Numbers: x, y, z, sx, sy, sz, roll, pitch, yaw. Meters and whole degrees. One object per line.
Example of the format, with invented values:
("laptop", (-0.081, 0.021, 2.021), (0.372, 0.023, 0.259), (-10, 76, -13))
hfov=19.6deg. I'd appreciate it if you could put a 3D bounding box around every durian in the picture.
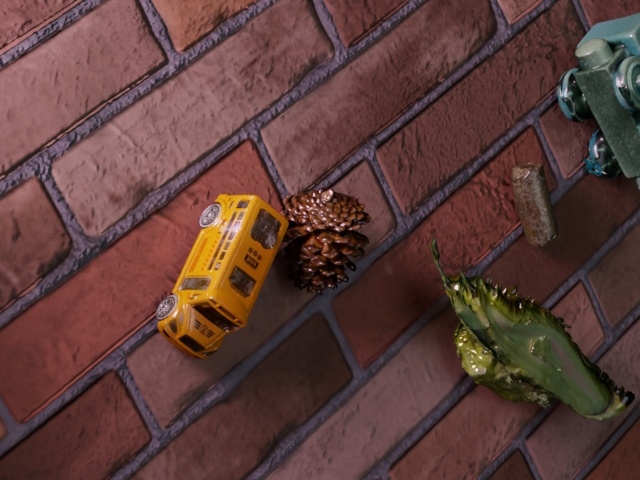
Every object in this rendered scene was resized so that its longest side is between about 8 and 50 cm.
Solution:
("durian", (0.217, 0.110, 2.072), (0.375, 0.106, 0.132), (34, 68, -36))

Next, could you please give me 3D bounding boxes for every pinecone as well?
("pinecone", (-0.001, 0.000, 1.899), (0.102, 0.102, 0.109), (14, 89, -40))

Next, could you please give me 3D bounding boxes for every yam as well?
("yam", (0.249, -0.043, 2.153), (0.043, 0.043, 0.094), (-27, 106, -39))

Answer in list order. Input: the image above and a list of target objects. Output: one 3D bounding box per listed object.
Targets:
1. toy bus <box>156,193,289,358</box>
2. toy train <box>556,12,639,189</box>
("toy bus", (-0.095, 0.036, 1.823), (0.069, 0.074, 0.162), (40, 62, -34))
("toy train", (0.383, -0.171, 2.236), (0.163, 0.112, 0.203), (-49, 119, -39))
